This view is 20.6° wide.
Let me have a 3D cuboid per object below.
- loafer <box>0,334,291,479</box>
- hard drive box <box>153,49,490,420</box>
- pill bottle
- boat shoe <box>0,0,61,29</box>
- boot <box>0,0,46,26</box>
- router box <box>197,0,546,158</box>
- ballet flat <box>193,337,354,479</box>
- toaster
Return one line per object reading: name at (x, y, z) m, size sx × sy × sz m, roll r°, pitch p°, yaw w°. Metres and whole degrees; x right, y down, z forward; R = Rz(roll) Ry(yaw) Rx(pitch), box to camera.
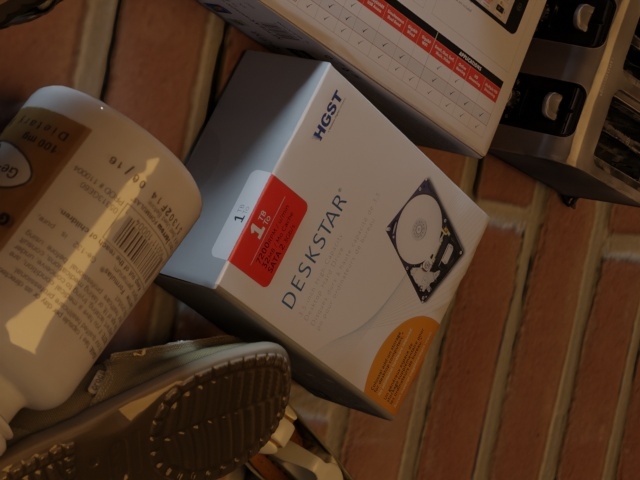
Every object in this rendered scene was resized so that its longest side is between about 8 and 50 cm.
loafer at (-0.134, 0.118, 1.171) m, size 0.268 × 0.092 × 0.102 m, roll -18°, pitch 124°, yaw -39°
hard drive box at (0.000, 0.000, 1.284) m, size 0.232 × 0.089 × 0.181 m, roll 38°, pitch 73°, yaw -44°
pill bottle at (-0.185, 0.030, 1.070) m, size 0.229 × 0.131 × 0.131 m, roll -56°, pitch 134°, yaw -19°
boat shoe at (-0.178, -0.159, 1.083) m, size 0.152 × 0.049 × 0.056 m, roll -35°, pitch 124°, yaw -34°
boot at (-0.200, -0.262, 0.897) m, size 0.377 × 0.138 × 0.284 m, roll -29°, pitch 124°, yaw 5°
router box at (0.055, -0.261, 1.271) m, size 0.335 × 0.082 × 0.301 m, roll 30°, pitch 79°, yaw -46°
ballet flat at (-0.033, 0.145, 1.306) m, size 0.072 × 0.068 × 0.213 m, roll -55°, pitch 133°, yaw -19°
toaster at (0.229, -0.122, 1.470) m, size 0.185 × 0.110 × 0.168 m, roll 24°, pitch 84°, yaw -47°
